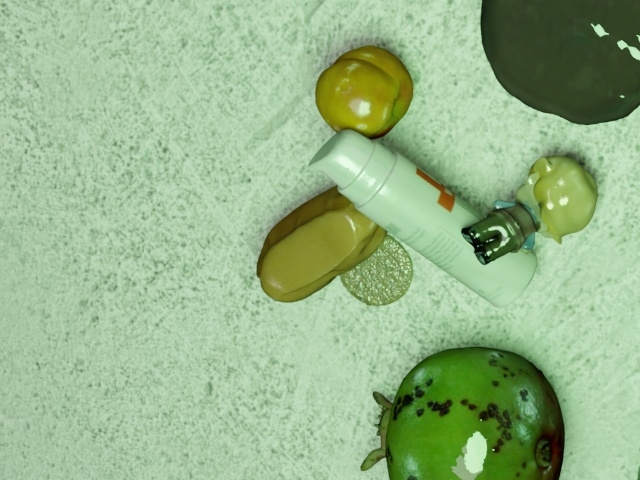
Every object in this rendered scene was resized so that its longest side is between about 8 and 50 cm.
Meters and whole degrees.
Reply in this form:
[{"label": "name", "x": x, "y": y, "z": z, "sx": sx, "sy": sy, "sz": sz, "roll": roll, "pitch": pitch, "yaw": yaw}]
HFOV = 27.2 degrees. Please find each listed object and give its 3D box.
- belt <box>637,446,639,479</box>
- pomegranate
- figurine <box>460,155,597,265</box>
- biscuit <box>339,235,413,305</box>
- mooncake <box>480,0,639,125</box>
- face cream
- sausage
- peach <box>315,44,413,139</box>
[{"label": "belt", "x": 0.526, "y": 0.290, "z": 1.820, "sx": 0.164, "sy": 0.184, "sz": 0.289, "roll": 25, "pitch": 112, "yaw": 3}, {"label": "pomegranate", "x": 0.188, "y": 0.280, "z": 1.902, "sx": 0.323, "sy": 0.291, "sz": 0.291, "roll": 18, "pitch": 111, "yaw": 24}, {"label": "figurine", "x": 0.290, "y": -0.035, "z": 1.820, "sx": 0.196, "sy": 0.108, "sz": 0.114, "roll": -34, "pitch": 85, "yaw": -10}, {"label": "biscuit", "x": 0.083, "y": 0.044, "z": 2.003, "sx": 0.120, "sy": 0.015, "sz": 0.120, "roll": 5, "pitch": 107, "yaw": 18}, {"label": "mooncake", "x": 0.349, "y": -0.298, "z": 1.719, "sx": 0.283, "sy": 0.141, "sz": 0.283, "roll": 11, "pitch": 121, "yaw": 18}, {"label": "face cream", "x": 0.144, "y": -0.037, "z": 1.850, "sx": 0.345, "sy": 0.102, "sz": 0.102, "roll": 36, "pitch": 116, "yaw": -16}, {"label": "sausage", "x": 0.000, "y": 0.001, "z": 1.954, "sx": 0.241, "sy": 0.136, "sz": 0.120, "roll": -35, "pitch": 94, "yaw": 25}, {"label": "peach", "x": 0.058, "y": -0.206, "z": 1.872, "sx": 0.138, "sy": 0.138, "sz": 0.138, "roll": 6, "pitch": 108, "yaw": 19}]
